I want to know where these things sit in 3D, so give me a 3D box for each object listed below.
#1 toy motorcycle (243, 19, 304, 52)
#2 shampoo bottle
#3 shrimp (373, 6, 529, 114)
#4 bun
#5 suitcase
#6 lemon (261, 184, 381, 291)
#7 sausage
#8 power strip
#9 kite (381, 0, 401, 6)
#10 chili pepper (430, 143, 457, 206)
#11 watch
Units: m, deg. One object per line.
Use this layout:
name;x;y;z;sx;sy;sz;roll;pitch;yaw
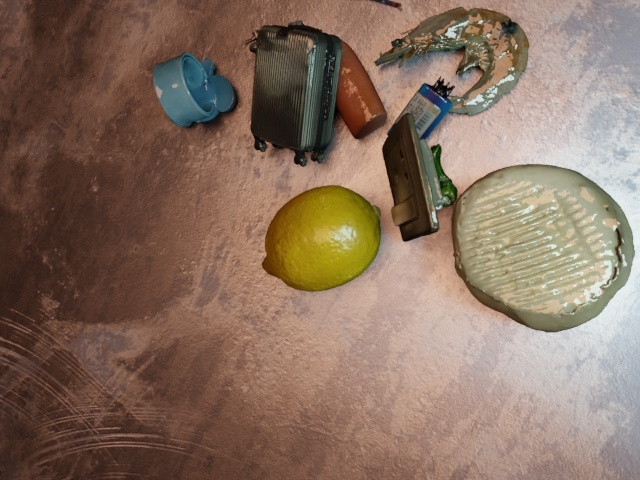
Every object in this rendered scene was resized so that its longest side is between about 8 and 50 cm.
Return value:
toy motorcycle;-0.116;-0.527;1.206;0.173;0.100;0.058;-3;89;16
shampoo bottle;0.244;-0.302;1.091;0.087;0.050;0.183;37;120;0
shrimp;0.306;-0.425;1.095;0.360;0.085;0.247;1;96;13
bun;0.458;0.014;0.975;0.359;0.211;0.360;-5;78;23
suitcase;-0.064;-0.354;1.115;0.202;0.128;0.312;26;120;32
lemon;0.000;0.000;1.092;0.319;0.245;0.245;-26;82;17
sausage;0.069;-0.390;1.143;0.113;0.113;0.259;-28;83;15
power strip;0.215;-0.130;1.036;0.092;0.257;0.251;-5;85;-6
kite;0.117;-0.669;1.180;0.245;0.015;0.141;28;99;19
chili pepper;0.287;-0.144;1.082;0.050;0.073;0.182;-18;49;16
watch;-0.358;-0.409;1.230;0.211;0.193;0.211;0;91;15
